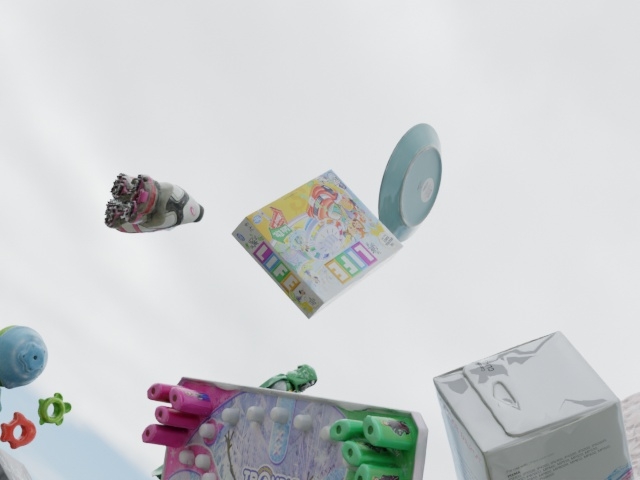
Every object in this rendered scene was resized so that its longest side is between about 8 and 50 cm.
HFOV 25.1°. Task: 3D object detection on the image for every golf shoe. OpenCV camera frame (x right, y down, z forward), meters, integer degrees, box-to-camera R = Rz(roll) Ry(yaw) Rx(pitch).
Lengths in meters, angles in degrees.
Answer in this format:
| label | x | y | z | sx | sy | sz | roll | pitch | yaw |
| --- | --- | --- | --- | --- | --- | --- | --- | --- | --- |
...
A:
| label | x | y | z | sx | sy | sz | roll | pitch | yaw |
| --- | --- | --- | --- | --- | --- | --- | --- | --- | --- |
| golf shoe | -0.193 | -0.035 | 1.632 | 0.086 | 0.068 | 0.186 | 17 | -3 | -22 |

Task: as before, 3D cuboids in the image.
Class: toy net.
| label | x | y | z | sx | sy | sz | roll | pitch | yaw |
| --- | --- | --- | --- | --- | --- | --- | --- | --- | --- |
| toy net | -0.377 | 0.177 | 1.528 | 0.045 | 0.232 | 0.122 | 1 | -73 | 45 |

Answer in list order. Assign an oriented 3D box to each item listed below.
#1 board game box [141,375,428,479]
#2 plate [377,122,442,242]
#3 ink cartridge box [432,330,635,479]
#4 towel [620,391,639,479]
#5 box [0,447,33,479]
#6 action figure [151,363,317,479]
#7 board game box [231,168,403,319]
| label | x | y | z | sx | sy | sz | roll | pitch | yaw |
| --- | --- | --- | --- | --- | --- | --- | --- | --- | --- |
| board game box | -0.070 | 0.329 | 1.295 | 0.050 | 0.390 | 0.390 | 12 | -7 | -36 |
| plate | 0.143 | -0.083 | 2.159 | 0.024 | 0.188 | 0.188 | 17 | -30 | 29 |
| ink cartridge box | 0.189 | 0.195 | 1.239 | 0.128 | 0.127 | 0.176 | -123 | -165 | -60 |
| towel | 0.390 | 0.258 | 1.662 | 0.053 | 0.317 | 0.332 | 51 | -45 | -6 |
| box | -0.376 | 0.393 | 1.538 | 0.076 | 0.242 | 0.307 | 48 | -3 | -41 |
| action figure | -0.095 | 0.236 | 1.780 | 0.063 | 0.232 | 0.137 | 45 | -6 | 18 |
| board game box | 0.000 | 0.000 | 1.307 | 0.103 | 0.154 | 0.026 | 47 | -55 | 7 |
